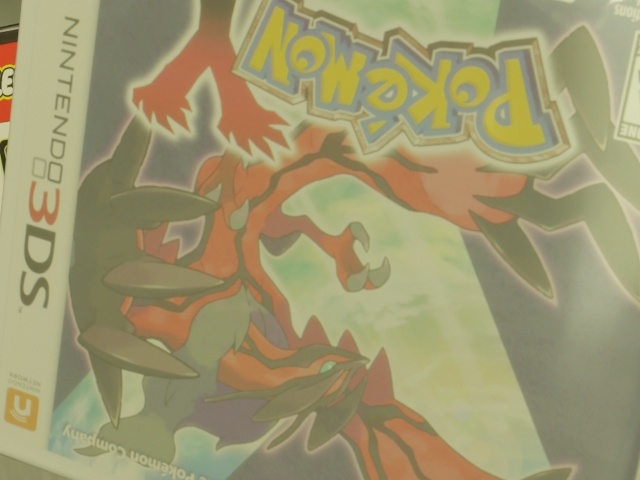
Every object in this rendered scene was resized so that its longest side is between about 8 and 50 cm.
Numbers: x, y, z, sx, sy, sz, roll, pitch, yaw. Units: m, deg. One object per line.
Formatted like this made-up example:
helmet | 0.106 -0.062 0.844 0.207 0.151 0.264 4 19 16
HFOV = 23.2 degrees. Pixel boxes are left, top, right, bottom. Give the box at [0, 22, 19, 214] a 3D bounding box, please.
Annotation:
box | -0.003 -0.022 0.452 0.207 0.036 0.114 -6 98 27

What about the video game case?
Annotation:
video game case | 0.000 0.000 0.420 0.201 0.023 0.184 16 107 22
